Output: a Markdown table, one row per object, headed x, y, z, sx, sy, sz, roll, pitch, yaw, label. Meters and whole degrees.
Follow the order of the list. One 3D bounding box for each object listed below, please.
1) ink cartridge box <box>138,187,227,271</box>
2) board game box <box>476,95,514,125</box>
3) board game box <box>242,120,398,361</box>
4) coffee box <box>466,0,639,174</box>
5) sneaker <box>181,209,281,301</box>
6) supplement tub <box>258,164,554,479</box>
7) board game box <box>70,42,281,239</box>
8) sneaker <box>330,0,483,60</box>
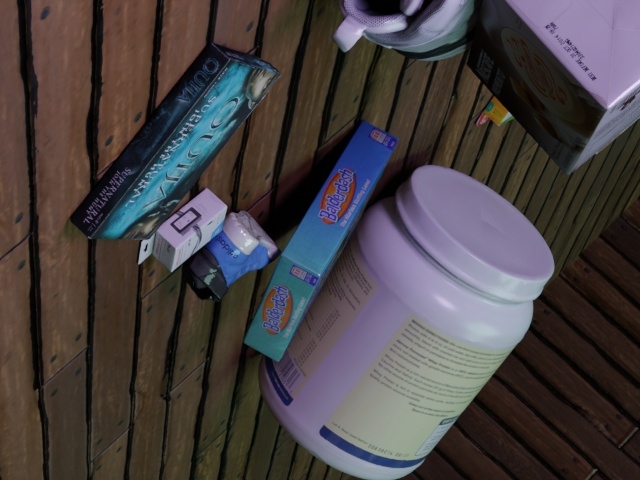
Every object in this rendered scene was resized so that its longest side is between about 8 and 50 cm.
| x | y | z | sx | sy | sz | roll | pitch | yaw | label |
| --- | --- | --- | --- | --- | --- | --- | --- | --- | --- |
| -0.125 | -0.004 | 1.810 | 0.083 | 0.028 | 0.048 | -40 | 164 | -26 | ink cartridge box |
| 0.287 | -0.238 | 2.415 | 0.124 | 0.039 | 0.259 | -27 | 158 | -54 | board game box |
| 0.000 | 0.000 | 2.044 | 0.210 | 0.047 | 0.160 | -60 | 177 | -40 | board game box |
| 0.207 | -0.157 | 1.641 | 0.098 | 0.141 | 0.246 | -40 | 173 | -6 | coffee box |
| -0.091 | 0.018 | 1.922 | 0.084 | 0.058 | 0.152 | -42 | 174 | 6 | sneaker |
| 0.101 | 0.096 | 2.343 | 0.325 | 0.235 | 0.235 | -54 | 165 | 25 | supplement tub |
| -0.116 | -0.078 | 1.639 | 0.186 | 0.026 | 0.126 | -50 | 166 | 12 | board game box |
| 0.144 | -0.284 | 1.616 | 0.366 | 0.137 | 0.210 | -50 | 169 | 24 | sneaker |
